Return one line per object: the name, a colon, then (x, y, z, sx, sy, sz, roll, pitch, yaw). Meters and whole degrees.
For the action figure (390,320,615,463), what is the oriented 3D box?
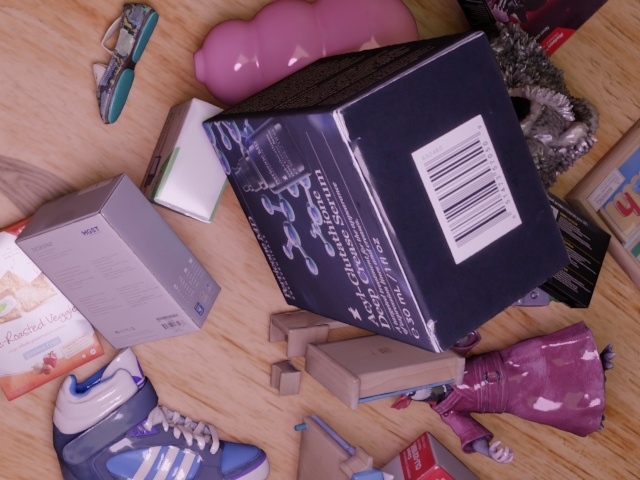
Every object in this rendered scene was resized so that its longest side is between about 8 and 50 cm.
action figure: (0.290, 0.224, 1.661, 0.370, 0.276, 0.248, -2, 91, 3)

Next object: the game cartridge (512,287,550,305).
game cartridge: (0.201, -0.011, 1.544, 0.355, 0.068, 0.230, 1, 91, -23)

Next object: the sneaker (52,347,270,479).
sneaker: (-0.242, 0.275, 1.508, 0.323, 0.130, 0.236, -5, 101, -11)

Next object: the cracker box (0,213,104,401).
cracker box: (-0.440, 0.097, 1.464, 0.156, 0.067, 0.232, -27, 102, -13)

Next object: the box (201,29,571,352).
box: (0.063, -0.067, 1.225, 0.212, 0.395, 0.293, -31, 107, -21)

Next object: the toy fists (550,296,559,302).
toy fists: (0.317, 0.019, 1.672, 0.279, 0.096, 0.142, 23, 89, -19)

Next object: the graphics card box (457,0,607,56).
graphics card box: (0.305, -0.467, 1.564, 0.233, 0.094, 0.371, -43, 123, -9)

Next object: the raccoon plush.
raccoon plush: (0.360, -0.168, 1.485, 0.446, 0.299, 0.216, -5, 130, -33)

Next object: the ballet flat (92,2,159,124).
ballet flat: (-0.303, -0.267, 1.480, 0.070, 0.070, 0.188, 24, 86, -18)

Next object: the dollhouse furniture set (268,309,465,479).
dollhouse furniture set: (0.062, 0.292, 1.561, 0.198, 0.286, 0.303, -6, 110, -30)

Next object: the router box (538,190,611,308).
router box: (0.371, 0.012, 1.568, 0.179, 0.046, 0.133, 31, 72, -27)

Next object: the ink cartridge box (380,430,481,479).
ink cartridge box: (0.145, 0.478, 1.615, 0.273, 0.114, 0.197, -43, 106, 11)

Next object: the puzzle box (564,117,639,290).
puzzle box: (0.661, -0.117, 1.785, 0.409, 0.052, 0.272, -46, 106, -8)

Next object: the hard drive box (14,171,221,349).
hard drive box: (-0.286, 0.036, 1.416, 0.232, 0.181, 0.089, 54, 39, -29)

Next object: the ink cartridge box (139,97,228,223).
ink cartridge box: (-0.189, -0.115, 1.443, 0.093, 0.212, 0.154, 22, 88, -16)

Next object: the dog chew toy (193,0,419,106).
dog chew toy: (-0.023, -0.275, 1.491, 0.332, 0.206, 0.206, -7, 97, -9)
